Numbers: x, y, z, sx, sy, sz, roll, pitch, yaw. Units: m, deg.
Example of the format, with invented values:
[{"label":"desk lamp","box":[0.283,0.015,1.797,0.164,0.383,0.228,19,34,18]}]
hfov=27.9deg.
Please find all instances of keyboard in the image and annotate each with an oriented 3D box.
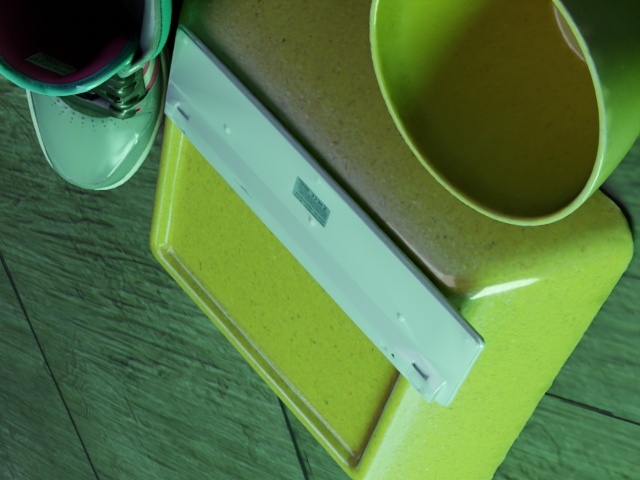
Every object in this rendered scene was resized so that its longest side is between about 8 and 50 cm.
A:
[{"label":"keyboard","box":[-0.006,-0.016,0.721,0.256,0.014,0.072,47,142,19]}]

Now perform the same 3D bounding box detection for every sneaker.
[{"label":"sneaker","box":[-0.146,-0.119,0.784,0.123,0.178,0.296,12,127,1]}]

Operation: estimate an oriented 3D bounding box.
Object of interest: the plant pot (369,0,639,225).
[{"label":"plant pot","box":[0.102,-0.088,0.571,0.134,0.095,0.134,37,144,33]}]

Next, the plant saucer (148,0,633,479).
[{"label":"plant saucer","box":[0.000,0.000,0.815,0.333,0.081,0.333,45,147,21]}]
